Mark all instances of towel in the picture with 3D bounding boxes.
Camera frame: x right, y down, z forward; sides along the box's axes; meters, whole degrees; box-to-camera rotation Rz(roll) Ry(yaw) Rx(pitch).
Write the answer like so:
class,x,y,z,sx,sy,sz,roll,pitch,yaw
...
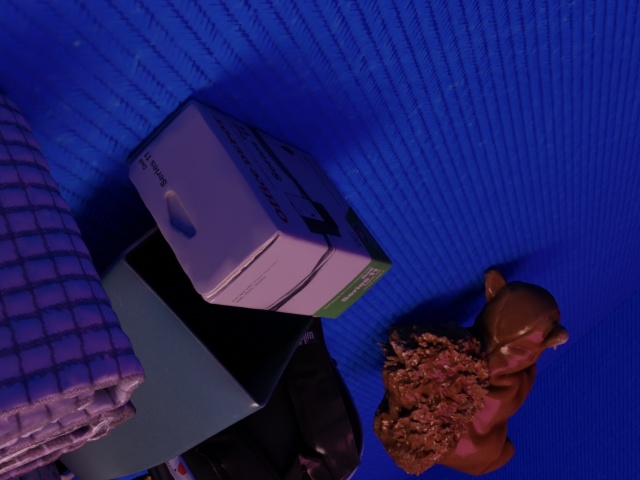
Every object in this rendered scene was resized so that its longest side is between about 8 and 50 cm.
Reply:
class,x,y,z,sx,sy,sz,roll,pitch,yaw
towel,-0.276,0.048,0.459,0.283,0.235,0.121,-17,158,-31

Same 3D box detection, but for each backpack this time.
class,x,y,z,sx,sy,sz,roll,pitch,yaw
backpack,-0.085,0.220,0.984,0.276,0.263,0.213,-25,156,-19

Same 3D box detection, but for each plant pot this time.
class,x,y,z,sx,sy,sz,roll,pitch,yaw
plant pot,-0.163,0.106,0.746,0.234,0.166,0.165,-38,-172,25

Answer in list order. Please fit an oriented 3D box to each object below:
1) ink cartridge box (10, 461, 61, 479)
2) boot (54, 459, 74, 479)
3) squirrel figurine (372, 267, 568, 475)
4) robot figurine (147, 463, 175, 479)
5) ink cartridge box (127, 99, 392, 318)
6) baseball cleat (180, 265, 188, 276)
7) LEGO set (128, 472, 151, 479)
class,x,y,z,sx,sy,sz,roll,pitch,yaw
ink cartridge box,-0.348,0.240,0.688,0.198,0.270,0.197,-32,155,-3
boot,-0.402,0.304,0.980,0.123,0.095,0.258,-47,165,15
squirrel figurine,0.281,0.243,1.492,0.397,0.281,0.370,-7,139,-49
robot figurine,-0.116,0.299,1.206,0.278,0.209,0.174,-20,109,-27
ink cartridge box,-0.047,-0.019,0.709,0.087,0.153,0.208,-42,156,17
baseball cleat,-0.077,0.041,0.888,0.205,0.109,0.072,22,86,-32
LEGO set,-0.320,0.466,1.140,0.254,0.192,0.331,-17,173,-10
